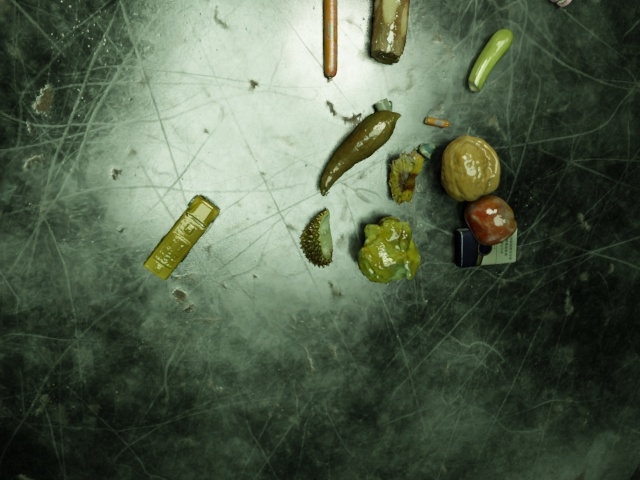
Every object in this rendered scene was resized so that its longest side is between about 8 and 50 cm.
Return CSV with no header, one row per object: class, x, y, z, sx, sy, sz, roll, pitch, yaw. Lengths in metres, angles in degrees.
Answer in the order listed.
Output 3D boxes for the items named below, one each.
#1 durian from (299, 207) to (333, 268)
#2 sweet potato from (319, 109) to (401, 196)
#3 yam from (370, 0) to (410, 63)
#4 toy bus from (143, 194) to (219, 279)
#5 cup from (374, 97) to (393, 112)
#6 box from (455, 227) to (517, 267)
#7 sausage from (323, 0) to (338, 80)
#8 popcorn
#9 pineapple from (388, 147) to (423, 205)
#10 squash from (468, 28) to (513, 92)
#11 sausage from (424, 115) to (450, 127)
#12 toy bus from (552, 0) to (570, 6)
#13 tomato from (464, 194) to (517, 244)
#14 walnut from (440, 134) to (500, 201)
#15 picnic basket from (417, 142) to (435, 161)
durian,0.000,0.000,1.705,0.139,0.144,0.252,-17,101,-27
sweet potato,0.134,-0.347,1.624,0.422,0.130,0.130,-43,105,9
yam,0.253,-0.785,1.547,0.128,0.129,0.238,-7,108,-43
toy bus,-0.530,-0.011,1.609,0.121,0.123,0.335,38,95,-15
cup,0.254,-0.511,1.653,0.054,0.075,0.083,-15,113,33
box,0.714,0.022,1.828,0.259,0.071,0.168,-6,103,-8
sausage,0.038,-0.770,1.551,0.053,0.053,0.348,-2,104,-8
popcorn,0.265,0.045,1.690,0.276,0.225,0.277,3,86,-49
pineapple,0.331,-0.266,1.677,0.079,0.135,0.233,-11,133,-27
squash,0.661,-0.708,1.647,0.083,0.083,0.250,29,100,-14
sausage,0.475,-0.474,1.698,0.107,0.031,0.031,10,101,-11
toy bus,0.964,-1.020,1.628,0.090,0.063,0.203,20,97,-9
tomato,0.706,-0.095,1.718,0.180,0.155,0.214,-34,82,-9
walnut,0.586,-0.286,1.661,0.224,0.257,0.257,-26,108,-36
picnic basket,0.422,-0.361,1.705,0.065,0.083,0.083,29,141,-15
